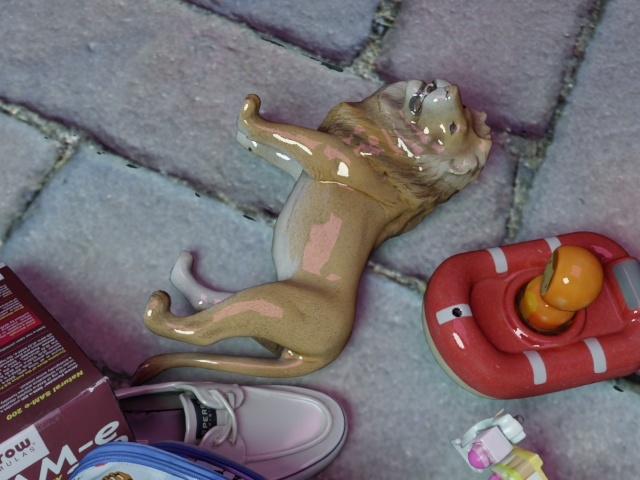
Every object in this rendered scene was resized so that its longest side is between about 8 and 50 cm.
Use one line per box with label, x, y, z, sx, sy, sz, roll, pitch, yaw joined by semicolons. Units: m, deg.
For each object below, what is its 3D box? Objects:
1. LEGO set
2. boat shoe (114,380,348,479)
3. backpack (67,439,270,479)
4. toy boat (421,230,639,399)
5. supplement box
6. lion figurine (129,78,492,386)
LEGO set;0.196;0.281;0.805;0.107;0.132;0.287;-36;78;-14
boat shoe;-0.105;0.162;0.843;0.268;0.088;0.096;1;62;-7
backpack;-0.102;0.269;0.689;0.277;0.263;0.213;20;45;4
toy boat;0.211;0.054;0.905;0.231;0.151;0.151;-10;64;-13
supplement box;-0.261;0.116;0.790;0.130;0.073;0.239;-31;35;-21
lion figurine;0.000;0.000;0.936;0.240;0.142;0.392;24;76;-3
